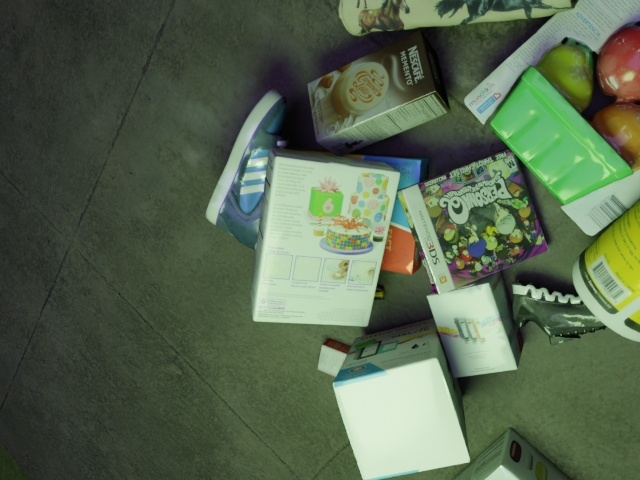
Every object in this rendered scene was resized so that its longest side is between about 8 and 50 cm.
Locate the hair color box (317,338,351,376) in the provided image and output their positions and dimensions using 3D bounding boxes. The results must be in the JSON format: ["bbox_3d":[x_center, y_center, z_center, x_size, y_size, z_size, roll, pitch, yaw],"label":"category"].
[{"bbox_3d":[0.068,0.292,1.256,0.141,0.043,0.072,18,109,23],"label":"hair color box"}]

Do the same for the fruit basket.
[{"bbox_3d":[0.479,-0.240,0.881,0.353,0.165,0.327,-42,82,13],"label":"fruit basket"}]

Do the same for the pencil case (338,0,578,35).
[{"bbox_3d":[0.236,-0.448,0.885,0.410,0.183,0.160,6,147,31],"label":"pencil case"}]

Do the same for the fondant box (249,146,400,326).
[{"bbox_3d":[0.000,0.000,1.048,0.238,0.096,0.330,5,110,-14],"label":"fondant box"}]

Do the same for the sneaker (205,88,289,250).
[{"bbox_3d":[-0.077,-0.124,1.127,0.236,0.130,0.322,28,101,-1],"label":"sneaker"}]

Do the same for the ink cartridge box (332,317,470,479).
[{"bbox_3d":[0.166,0.300,1.056,0.198,0.270,0.197,-17,93,13],"label":"ink cartridge box"}]

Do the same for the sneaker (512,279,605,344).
[{"bbox_3d":[0.467,0.149,0.986,0.234,0.078,0.106,12,87,28],"label":"sneaker"}]

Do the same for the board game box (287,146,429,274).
[{"bbox_3d":[0.066,-0.072,1.156,0.317,0.064,0.242,8,106,25],"label":"board game box"}]

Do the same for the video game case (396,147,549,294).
[{"bbox_3d":[0.285,-0.037,0.997,0.232,0.042,0.210,-21,95,-6],"label":"video game case"}]

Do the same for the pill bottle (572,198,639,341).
[{"bbox_3d":[0.562,-0.005,0.799,0.188,0.188,0.334,41,136,13],"label":"pill bottle"}]

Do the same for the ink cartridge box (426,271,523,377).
[{"bbox_3d":[0.308,0.158,1.052,0.127,0.128,0.176,-16,94,29],"label":"ink cartridge box"}]

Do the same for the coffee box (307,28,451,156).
[{"bbox_3d":[0.109,-0.279,1.033,0.246,0.098,0.141,-19,69,26],"label":"coffee box"}]

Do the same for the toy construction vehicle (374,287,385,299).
[{"bbox_3d":[0.095,0.091,1.203,0.098,0.035,0.086,-5,111,30],"label":"toy construction vehicle"}]

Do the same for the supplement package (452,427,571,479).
[{"bbox_3d":[0.420,0.566,1.086,0.262,0.145,0.204,40,117,13],"label":"supplement package"}]
